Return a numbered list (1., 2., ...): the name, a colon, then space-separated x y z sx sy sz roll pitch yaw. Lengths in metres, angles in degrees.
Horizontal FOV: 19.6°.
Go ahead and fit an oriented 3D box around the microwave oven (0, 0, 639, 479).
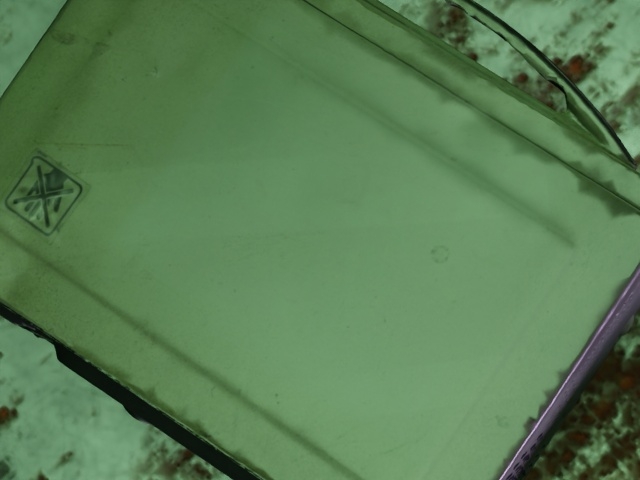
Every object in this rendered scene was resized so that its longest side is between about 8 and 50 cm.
1. microwave oven: 0.000 0.000 1.217 0.394 0.247 0.333 33 87 13
